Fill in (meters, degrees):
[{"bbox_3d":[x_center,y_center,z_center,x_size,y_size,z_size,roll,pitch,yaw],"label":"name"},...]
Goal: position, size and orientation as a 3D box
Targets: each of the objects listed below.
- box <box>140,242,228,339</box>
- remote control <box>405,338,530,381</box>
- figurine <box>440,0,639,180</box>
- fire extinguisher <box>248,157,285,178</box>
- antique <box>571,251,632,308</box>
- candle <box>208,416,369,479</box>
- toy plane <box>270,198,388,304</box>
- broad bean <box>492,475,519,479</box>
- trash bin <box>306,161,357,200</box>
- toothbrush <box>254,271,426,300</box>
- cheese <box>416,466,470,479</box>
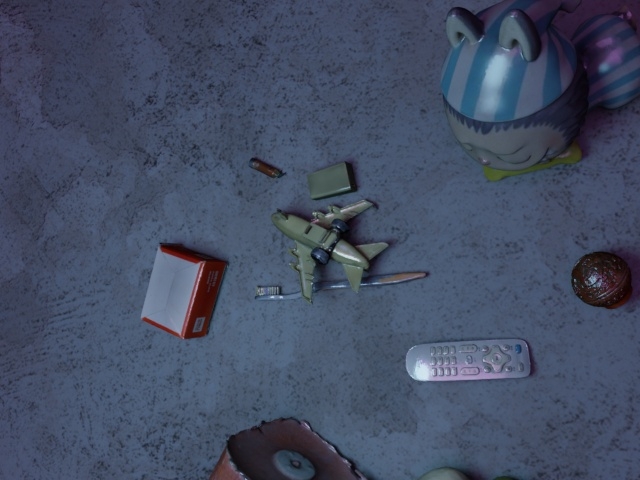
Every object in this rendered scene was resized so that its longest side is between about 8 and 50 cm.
[{"bbox_3d":[-0.299,0.109,1.345,0.133,0.099,0.182,16,94,23],"label":"box"},{"bbox_3d":[0.275,0.230,1.157,0.229,0.044,0.073,-6,69,12],"label":"remote control"},{"bbox_3d":[0.365,-0.275,0.980,0.361,0.377,0.266,-31,77,17],"label":"figurine"},{"bbox_3d":[-0.116,-0.156,1.334,0.083,0.022,0.028,26,65,19],"label":"fire extinguisher"},{"bbox_3d":[0.485,0.066,1.060,0.104,0.104,0.104,-1,86,20],"label":"antique"},{"bbox_3d":[-0.063,0.454,1.154,0.316,0.287,0.131,27,104,-19],"label":"candle"},{"bbox_3d":[0.000,0.000,1.242,0.256,0.104,0.242,30,78,17],"label":"toy plane"},{"bbox_3d":[0.343,0.527,1.073,0.072,0.153,0.207,151,113,-62],"label":"broad bean"},{"bbox_3d":[0.022,-0.120,1.270,0.092,0.043,0.061,-15,82,20],"label":"trash bin"},{"bbox_3d":[0.033,0.094,1.260,0.375,0.028,0.037,-7,77,20],"label":"toothbrush"},{"bbox_3d":[0.235,0.625,1.100,0.328,0.129,0.351,40,102,20],"label":"cheese"}]
